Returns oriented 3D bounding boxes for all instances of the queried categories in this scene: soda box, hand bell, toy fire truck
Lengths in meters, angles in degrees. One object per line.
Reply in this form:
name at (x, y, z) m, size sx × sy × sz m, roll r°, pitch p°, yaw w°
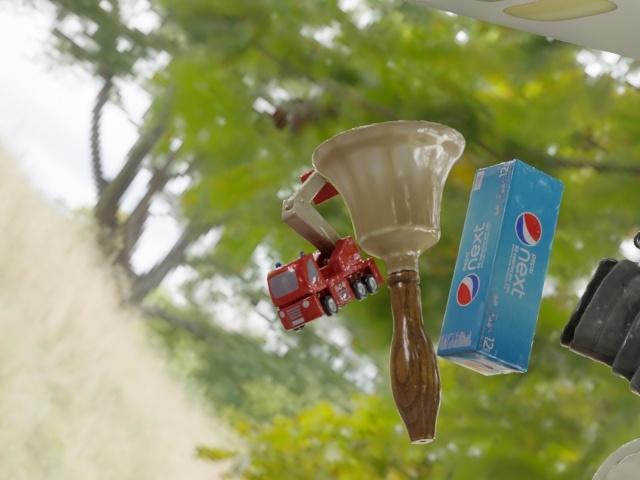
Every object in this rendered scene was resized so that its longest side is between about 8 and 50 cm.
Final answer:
soda box at (0.185, 0.029, 1.606) m, size 0.071 × 0.210 × 0.067 m, roll 24°, pitch -20°, yaw -28°
hand bell at (0.068, 0.040, 1.236) m, size 0.126 × 0.242 × 0.126 m, roll -6°, pitch -19°, yaw -2°
toy fire truck at (0.000, 0.000, 1.481) m, size 0.192 × 0.047 × 0.135 m, roll -24°, pitch 89°, yaw -60°

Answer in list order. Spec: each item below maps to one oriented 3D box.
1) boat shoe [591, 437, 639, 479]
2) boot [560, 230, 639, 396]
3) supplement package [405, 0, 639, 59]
boat shoe at (0.218, 0.286, 0.965) m, size 0.096 × 0.324 × 0.116 m, roll 24°, pitch -33°, yaw -37°
boot at (0.288, 0.133, 1.300) m, size 0.222 × 0.338 × 0.118 m, roll 32°, pitch -48°, yaw 15°
supplement package at (0.154, -0.188, 0.667) m, size 0.261 × 0.204 × 0.145 m, roll 10°, pitch -1°, yaw -23°
